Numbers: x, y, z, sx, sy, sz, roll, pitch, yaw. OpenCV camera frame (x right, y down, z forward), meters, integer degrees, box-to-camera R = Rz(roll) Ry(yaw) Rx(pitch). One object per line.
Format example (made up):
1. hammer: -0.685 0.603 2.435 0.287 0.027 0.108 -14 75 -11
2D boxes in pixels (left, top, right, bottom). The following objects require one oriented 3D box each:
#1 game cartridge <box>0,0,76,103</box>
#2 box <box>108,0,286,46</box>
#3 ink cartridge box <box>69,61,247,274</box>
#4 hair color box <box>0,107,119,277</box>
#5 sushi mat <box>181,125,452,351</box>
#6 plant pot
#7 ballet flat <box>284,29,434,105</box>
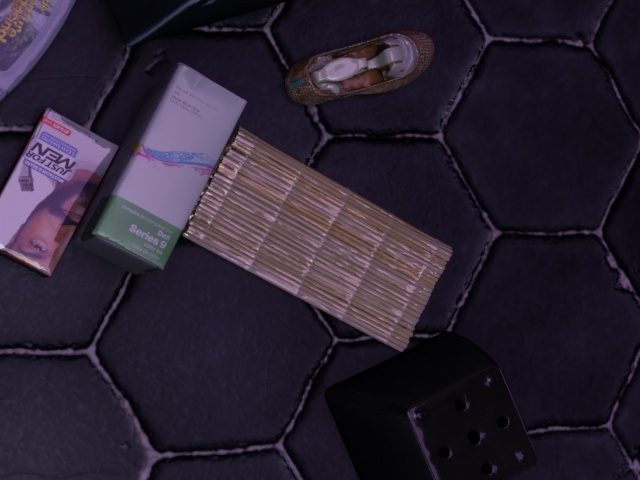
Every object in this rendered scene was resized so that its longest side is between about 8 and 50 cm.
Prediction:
1. game cartridge: -0.379 -0.278 1.516 0.196 0.060 0.294 33 76 -18
2. box: -0.122 -0.456 1.509 0.293 0.212 0.395 -21 93 -31
3. ink cartridge box: -0.181 -0.076 1.514 0.093 0.154 0.212 27 77 -15
4. hair color box: -0.306 -0.053 1.523 0.093 0.053 0.167 28 79 -16
5. sushi mat: 0.000 0.000 1.644 0.316 0.019 0.151 29 78 -15
6. plant pot: 0.144 0.226 1.599 0.187 0.167 0.188 -24 95 -19
7. ballet flat: 0.058 -0.210 1.653 0.206 0.067 0.073 -22 93 -20
